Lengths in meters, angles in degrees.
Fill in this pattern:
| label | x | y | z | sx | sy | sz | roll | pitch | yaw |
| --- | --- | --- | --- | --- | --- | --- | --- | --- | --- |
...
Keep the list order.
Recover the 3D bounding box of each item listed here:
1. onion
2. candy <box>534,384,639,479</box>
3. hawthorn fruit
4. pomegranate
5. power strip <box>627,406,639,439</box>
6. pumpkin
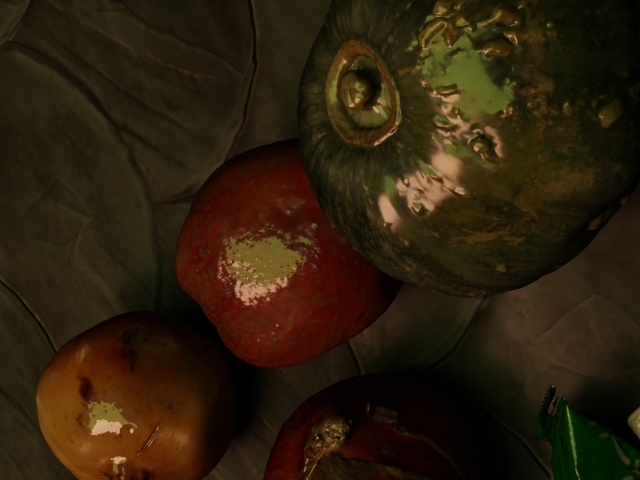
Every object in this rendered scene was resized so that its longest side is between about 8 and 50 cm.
| label | x | y | z | sx | sy | sz | roll | pitch | yaw |
| --- | --- | --- | --- | --- | --- | --- | --- | --- | --- |
| onion | 0.034 | 0.230 | 1.635 | 0.161 | 0.248 | 0.248 | 37 | 135 | -17 |
| candy | 0.251 | 0.229 | 1.524 | 0.203 | 0.078 | 0.141 | 52 | 154 | 19 |
| hawthorn fruit | 0.000 | 0.000 | 1.613 | 0.262 | 0.210 | 0.210 | -20 | 91 | 35 |
| pomegranate | -0.192 | 0.174 | 1.837 | 0.209 | 0.209 | 0.209 | 15 | 114 | 37 |
| power strip | 0.384 | 0.096 | 1.411 | 0.106 | 0.043 | 0.367 | 53 | 131 | 14 |
| pumpkin | 0.139 | -0.121 | 1.408 | 0.328 | 0.257 | 0.291 | -46 | 61 | 48 |
